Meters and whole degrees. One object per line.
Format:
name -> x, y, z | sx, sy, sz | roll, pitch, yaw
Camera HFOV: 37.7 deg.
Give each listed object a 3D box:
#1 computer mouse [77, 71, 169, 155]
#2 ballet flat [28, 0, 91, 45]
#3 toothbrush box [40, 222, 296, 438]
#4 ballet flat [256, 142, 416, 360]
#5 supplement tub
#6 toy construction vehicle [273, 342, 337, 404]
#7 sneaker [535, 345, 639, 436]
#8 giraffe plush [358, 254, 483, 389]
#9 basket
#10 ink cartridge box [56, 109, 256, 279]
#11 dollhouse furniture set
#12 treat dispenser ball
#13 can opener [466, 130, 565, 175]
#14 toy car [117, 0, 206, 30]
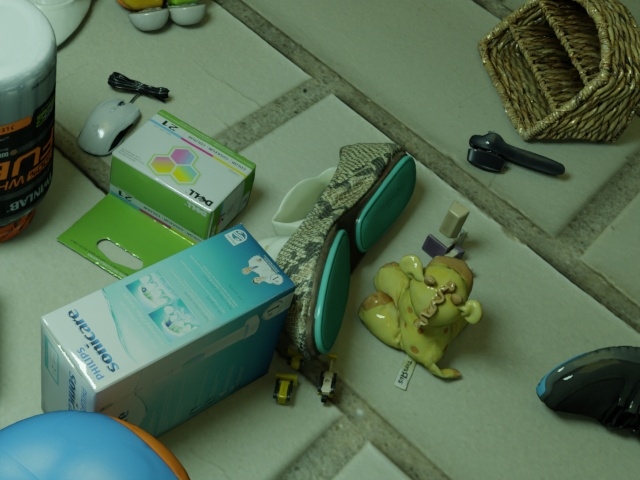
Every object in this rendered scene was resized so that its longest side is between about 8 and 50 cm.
computer mouse -> -0.337, -0.214, 1.567 | 0.106, 0.042, 0.193 | 23, 48, 1
ballet flat -> -0.461, -0.493, 1.706 | 0.139, 0.139, 0.400 | 22, 49, 2
toothbrush box -> -0.197, 0.138, 1.200 | 0.296, 0.216, 0.126 | -29, 63, -32
ballet flat -> 0.000, 0.000, 1.438 | 0.182, 0.164, 0.482 | 9, 39, 19
supplement tub -> -0.470, -0.159, 1.283 | 0.207, 0.338, 0.207 | 9, 50, -10
toy construction vehicle -> -0.020, 0.195, 1.331 | 0.086, 0.035, 0.098 | 7, 46, 3
sneaker -> 0.488, 0.242, 1.380 | 0.341, 0.125, 0.139 | 4, 55, -11
giraffe plush -> 0.160, 0.090, 1.376 | 0.182, 0.170, 0.210 | 13, 49, -6
basket -> 0.472, -0.356, 1.816 | 0.223, 0.213, 0.299 | 1, 51, -17
ink cartridge box -> -0.246, -0.059, 1.429 | 0.189, 0.097, 0.255 | 30, 48, 9
dollhouse furniture set -> 0.239, -0.013, 1.527 | 0.091, 0.114, 0.081 | 40, 47, 20
treat dispenser ball -> -0.263, 0.322, 0.975 | 0.288, 0.288, 0.288 | 8, 49, -10
can opener -> 0.359, -0.153, 1.727 | 0.186, 0.073, 0.059 | 14, 10, -9
toy car -> -0.304, -0.481, 1.752 | 0.182, 0.159, 0.136 | -16, 21, -27
